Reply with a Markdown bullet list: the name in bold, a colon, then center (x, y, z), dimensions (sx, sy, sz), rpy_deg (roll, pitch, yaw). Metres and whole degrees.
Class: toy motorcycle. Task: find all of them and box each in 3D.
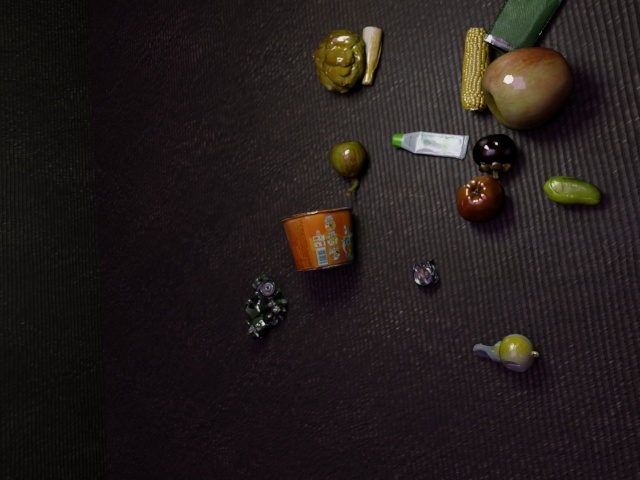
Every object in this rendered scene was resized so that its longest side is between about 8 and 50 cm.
- **toy motorcycle**: center (-0.256, 0.290, 2.166), dimensions (0.205, 0.127, 0.275), rpy_deg (47, 108, 23)

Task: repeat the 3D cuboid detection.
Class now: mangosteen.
- **mangosteen**: center (0.575, -0.276, 1.664), dimensions (0.137, 0.137, 0.151), rpy_deg (-3, 82, 33)

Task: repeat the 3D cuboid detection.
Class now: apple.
- **apple**: center (0.642, -0.479, 1.565), dimensions (0.234, 0.257, 0.256), rpy_deg (-32, 69, 13)
- **apple**: center (0.529, -0.133, 1.668), dimensions (0.156, 0.158, 0.146), rpy_deg (-8, 84, 28)

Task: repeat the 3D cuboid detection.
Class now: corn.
- **corn**: center (0.538, -0.576, 1.729), dimensions (0.102, 0.102, 0.309), rpy_deg (-1, 79, 33)

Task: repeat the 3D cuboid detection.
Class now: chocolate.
- **chocolate**: center (0.194, -0.723, 1.981), dimensions (0.086, 0.086, 0.219), rpy_deg (10, 96, 33)

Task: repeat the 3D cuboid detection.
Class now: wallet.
- **wallet**: center (0.669, -0.731, 1.659), dimensions (0.160, 0.055, 0.235), rpy_deg (31, 99, 5)

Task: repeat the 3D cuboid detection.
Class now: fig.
- **fig**: center (0.124, -0.300, 1.969), dimensions (0.142, 0.148, 0.186), rpy_deg (-26, 111, 15)

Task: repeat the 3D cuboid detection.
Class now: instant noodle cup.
- **instant noodle cup**: center (0.000, 0.000, 1.941), dimensions (0.297, 0.296, 0.213), rpy_deg (-9, 89, 32)

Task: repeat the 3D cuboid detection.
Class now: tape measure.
- **tape measure**: center (0.376, 0.122, 1.810), dimensions (0.091, 0.054, 0.094), rpy_deg (-18, 70, 32)

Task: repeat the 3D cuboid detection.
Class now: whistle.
- **whistle**: center (0.601, 0.355, 1.626), dimensions (0.223, 0.123, 0.122), rpy_deg (-8, 82, 50)

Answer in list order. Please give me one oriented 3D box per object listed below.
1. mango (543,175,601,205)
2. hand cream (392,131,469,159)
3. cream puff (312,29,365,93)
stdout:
- **mango**: center (0.781, -0.149, 1.558), dimensions (0.165, 0.074, 0.091), rpy_deg (21, 94, 21)
- **hand cream**: center (0.400, -0.353, 1.841), dimensions (0.276, 0.050, 0.078), rpy_deg (12, 120, 29)
- **cream puff**: center (0.076, -0.706, 1.975), dimensions (0.244, 0.196, 0.243), rpy_deg (-5, 82, 40)
